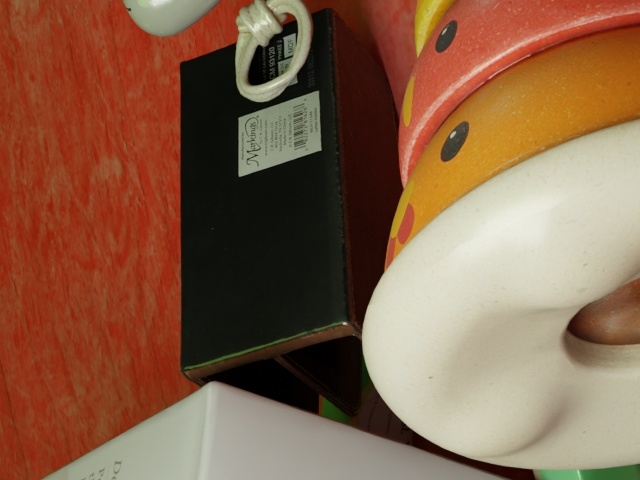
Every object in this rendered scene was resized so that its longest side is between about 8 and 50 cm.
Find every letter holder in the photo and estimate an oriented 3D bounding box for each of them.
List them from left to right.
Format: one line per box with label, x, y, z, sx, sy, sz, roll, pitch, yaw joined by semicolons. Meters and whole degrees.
letter holder;0.000;0.000;1.381;0.152;0.214;0.302;-18;56;23

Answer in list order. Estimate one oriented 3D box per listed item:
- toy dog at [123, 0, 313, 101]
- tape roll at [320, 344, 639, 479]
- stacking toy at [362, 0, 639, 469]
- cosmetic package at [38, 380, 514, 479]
toy dog;-0.051;-0.297;1.303;0.334;0.161;0.220;-53;47;9
tape roll;0.130;0.206;1.388;0.321;0.077;0.321;17;112;47
stacking toy;0.167;-0.120;1.077;0.350;0.350;0.480;-53;38;43
cosmetic package;-0.063;0.353;1.258;0.393;0.329;0.327;-33;44;49
